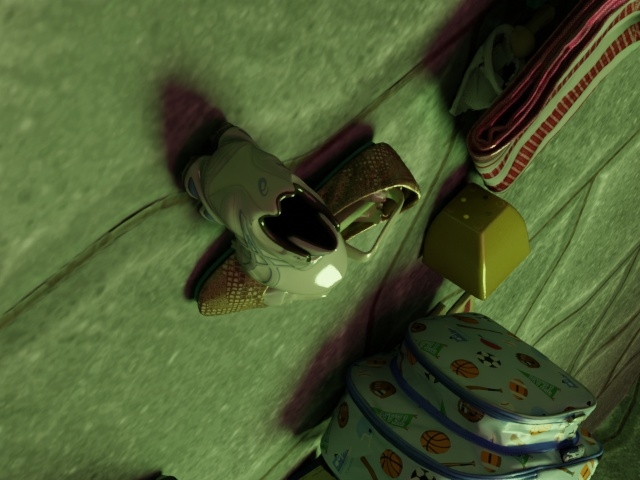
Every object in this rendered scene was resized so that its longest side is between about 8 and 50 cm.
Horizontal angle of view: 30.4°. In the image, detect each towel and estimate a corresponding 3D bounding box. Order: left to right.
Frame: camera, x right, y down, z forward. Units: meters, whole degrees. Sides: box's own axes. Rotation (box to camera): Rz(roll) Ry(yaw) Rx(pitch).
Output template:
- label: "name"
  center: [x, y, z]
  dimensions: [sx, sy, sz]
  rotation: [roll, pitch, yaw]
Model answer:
- label: "towel"
  center: [0.227, -0.144, 1.067]
  dimensions: [0.237, 0.037, 0.329]
  rotation: [-49, 169, 4]

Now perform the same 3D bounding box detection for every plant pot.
- label: "plant pot"
  center: [0.154, -0.008, 1.165]
  dimensions: [0.081, 0.081, 0.083]
  rotation: [-43, 150, -23]

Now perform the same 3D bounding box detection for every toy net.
- label: "toy net"
  center: [0.188, -0.194, 0.979]
  dimensions: [0.232, 0.045, 0.122]
  rotation: [-54, 160, 6]

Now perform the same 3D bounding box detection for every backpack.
- label: "backpack"
  center: [0.143, 0.206, 1.244]
  dimensions: [0.263, 0.276, 0.213]
  rotation: [-11, 122, -41]

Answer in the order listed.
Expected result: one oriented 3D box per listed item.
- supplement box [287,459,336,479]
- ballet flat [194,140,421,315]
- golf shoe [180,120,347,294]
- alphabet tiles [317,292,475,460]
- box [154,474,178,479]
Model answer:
- label: "supplement box"
  center: [0.008, 0.303, 1.333]
  dimensions: [0.056, 0.083, 0.083]
  rotation: [-30, 153, -19]
- label: "ballet flat"
  center: [0.000, 0.000, 0.866]
  dimensions: [0.206, 0.067, 0.073]
  rotation: [-41, 160, -25]
- label: "golf shoe"
  center: [-0.017, 0.000, 0.751]
  dimensions: [0.069, 0.086, 0.176]
  rotation: [-54, 143, -5]
- label: "alphabet tiles"
  center: [0.103, 0.208, 1.494]
  dimensions: [0.285, 0.011, 0.342]
  rotation: [-46, 158, -16]
- label: "box"
  center: [-0.209, 0.432, 0.925]
  dimensions: [0.293, 0.212, 0.395]
  rotation: [-17, 139, -56]
